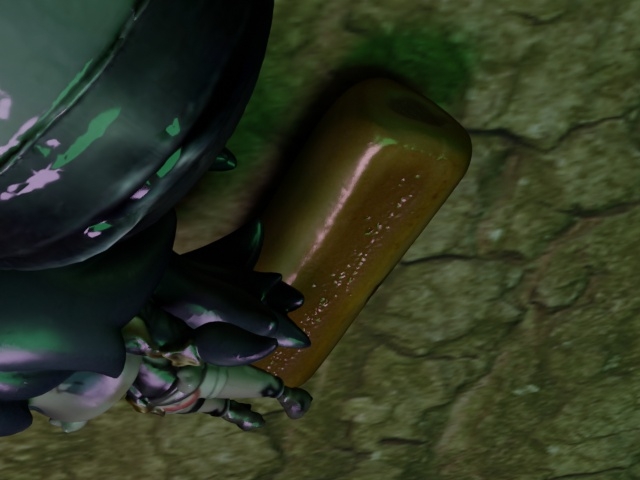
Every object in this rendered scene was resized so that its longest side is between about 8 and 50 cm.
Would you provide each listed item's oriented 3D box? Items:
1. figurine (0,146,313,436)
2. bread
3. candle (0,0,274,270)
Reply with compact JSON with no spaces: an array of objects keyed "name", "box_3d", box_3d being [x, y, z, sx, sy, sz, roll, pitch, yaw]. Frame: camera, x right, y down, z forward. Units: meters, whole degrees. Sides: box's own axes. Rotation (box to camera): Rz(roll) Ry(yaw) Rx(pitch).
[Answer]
[{"name":"figurine","box_3d":[-0.127,0.030,0.795,0.175,0.197,0.265,-42,159,21]},{"name":"bread","box_3d":[0.000,0.000,0.917,0.093,0.074,0.239,13,130,-29]},{"name":"candle","box_3d":[-0.184,-0.140,0.540,0.221,0.221,0.342,-38,138,18]}]
